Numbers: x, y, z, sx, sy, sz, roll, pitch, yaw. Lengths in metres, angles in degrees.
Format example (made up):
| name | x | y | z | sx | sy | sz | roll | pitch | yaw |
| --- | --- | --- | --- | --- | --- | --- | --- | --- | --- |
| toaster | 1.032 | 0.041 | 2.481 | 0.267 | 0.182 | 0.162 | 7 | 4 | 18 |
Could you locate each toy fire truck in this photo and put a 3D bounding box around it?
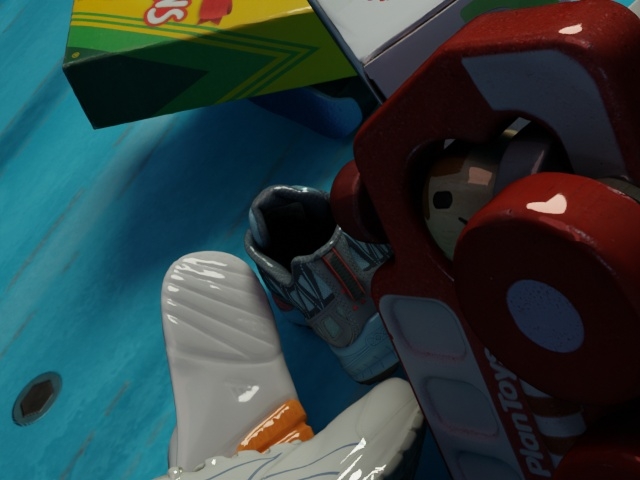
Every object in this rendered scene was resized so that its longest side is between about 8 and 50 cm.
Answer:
| name | x | y | z | sx | sy | sz | roll | pitch | yaw |
| --- | --- | --- | --- | --- | --- | --- | --- | --- | --- |
| toy fire truck | 0.116 | 0.033 | 0.637 | 0.253 | 0.302 | 0.169 | 0 | 34 | 48 |

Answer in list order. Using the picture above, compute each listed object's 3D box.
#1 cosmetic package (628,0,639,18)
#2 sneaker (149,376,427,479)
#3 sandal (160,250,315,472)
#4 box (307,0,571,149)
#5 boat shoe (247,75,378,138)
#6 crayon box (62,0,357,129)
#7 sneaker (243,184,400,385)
| name | x | y | z | sx | sy | sz | roll | pitch | yaw |
| --- | --- | --- | --- | --- | --- | --- | --- | --- | --- |
| cosmetic package | 0.260 | -0.048 | 0.680 | 0.099 | 0.060 | 0.239 | -42 | 71 | 33 |
| sneaker | -0.044 | 0.168 | 0.741 | 0.129 | 0.111 | 0.297 | 33 | 52 | 24 |
| sandal | -0.056 | 0.134 | 0.868 | 0.101 | 0.076 | 0.265 | -4 | 59 | -13 |
| box | 0.101 | -0.105 | 0.841 | 0.126 | 0.262 | 0.231 | -36 | 35 | 5 |
| boat shoe | -0.028 | -0.169 | 1.178 | 0.089 | 0.109 | 0.258 | -42 | 52 | -15 |
| crayon box | -0.054 | -0.220 | 1.105 | 0.318 | 0.081 | 0.202 | -11 | 47 | 9 |
| sneaker | 0.000 | 0.000 | 0.913 | 0.104 | 0.125 | 0.262 | -41 | 22 | -6 |
